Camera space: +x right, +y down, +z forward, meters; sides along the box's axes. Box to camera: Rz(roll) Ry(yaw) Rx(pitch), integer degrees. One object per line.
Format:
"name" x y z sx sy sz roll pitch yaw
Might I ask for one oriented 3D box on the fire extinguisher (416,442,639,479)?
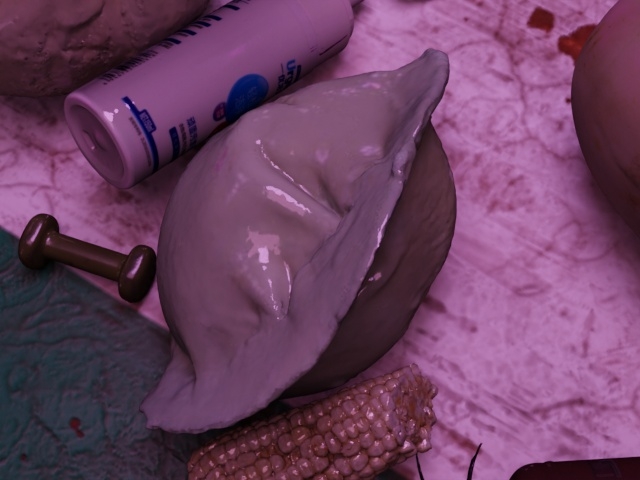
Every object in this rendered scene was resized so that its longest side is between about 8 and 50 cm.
"fire extinguisher" 0.245 0.209 0.785 0.338 0.114 0.135 -5 88 3

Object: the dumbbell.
"dumbbell" -0.202 0.015 0.916 0.118 0.046 0.052 17 69 9

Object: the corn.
"corn" -0.004 0.167 0.820 0.211 0.087 0.087 -24 72 9

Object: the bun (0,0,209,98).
"bun" -0.233 -0.310 0.889 0.360 0.211 0.359 1 87 -19

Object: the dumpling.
"dumpling" 0.006 0.000 0.834 0.270 0.212 0.320 2 84 43

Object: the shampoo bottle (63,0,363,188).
"shampoo bottle" -0.071 -0.157 0.908 0.303 0.092 0.092 -36 73 -28

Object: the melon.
"melon" 0.338 -0.070 0.811 0.223 0.223 0.317 -42 72 -9
